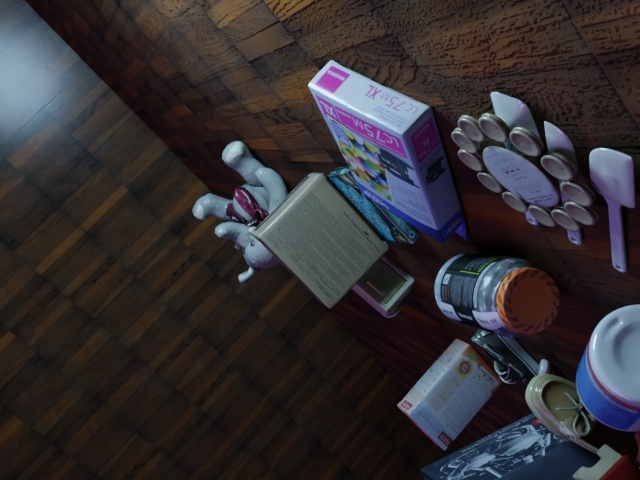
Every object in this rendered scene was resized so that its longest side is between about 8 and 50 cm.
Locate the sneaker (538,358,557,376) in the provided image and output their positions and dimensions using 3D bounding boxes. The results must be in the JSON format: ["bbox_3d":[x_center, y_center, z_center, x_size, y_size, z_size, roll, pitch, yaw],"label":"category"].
[{"bbox_3d":[0.456,0.281,1.282,0.070,0.051,0.134,6,134,22],"label":"sneaker"}]

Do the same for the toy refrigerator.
[{"bbox_3d":[0.089,0.053,1.585,0.269,0.102,0.094,41,169,15],"label":"toy refrigerator"}]

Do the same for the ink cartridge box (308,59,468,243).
[{"bbox_3d":[0.109,-0.109,0.974,0.186,0.065,0.311,36,169,36],"label":"ink cartridge box"}]

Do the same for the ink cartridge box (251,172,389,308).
[{"bbox_3d":[0.000,0.000,1.445,0.234,0.193,0.088,47,171,-17],"label":"ink cartridge box"}]

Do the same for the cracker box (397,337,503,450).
[{"bbox_3d":[0.325,0.383,1.654,0.155,0.232,0.067,48,169,-21],"label":"cracker box"}]

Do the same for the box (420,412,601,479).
[{"bbox_3d":[0.425,0.501,1.360,0.312,0.344,0.178,122,124,-79],"label":"box"}]

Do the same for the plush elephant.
[{"bbox_3d":[-0.173,-0.035,1.720,0.330,0.272,0.255,31,-145,-20],"label":"plush elephant"}]

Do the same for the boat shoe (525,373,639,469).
[{"bbox_3d":[0.503,0.333,1.181,0.285,0.104,0.089,32,165,2],"label":"boat shoe"}]

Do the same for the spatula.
[{"bbox_3d":[0.266,-0.056,0.717,0.168,0.019,0.242,34,170,37],"label":"spatula"}]

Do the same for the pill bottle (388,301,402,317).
[{"bbox_3d":[0.165,0.150,1.790,0.116,0.065,0.065,48,169,-28],"label":"pill bottle"}]

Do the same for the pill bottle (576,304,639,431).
[{"bbox_3d":[0.395,0.174,0.844,0.124,0.124,0.221,38,168,26],"label":"pill bottle"}]

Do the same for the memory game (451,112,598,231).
[{"bbox_3d":[0.220,-0.073,0.723,0.186,0.012,0.186,40,172,7],"label":"memory game"}]

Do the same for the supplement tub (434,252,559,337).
[{"bbox_3d":[0.262,0.080,0.993,0.117,0.117,0.190,46,170,-13],"label":"supplement tub"}]

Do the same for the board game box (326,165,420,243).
[{"bbox_3d":[0.099,-0.067,1.267,0.186,0.026,0.126,46,170,-13],"label":"board game box"}]

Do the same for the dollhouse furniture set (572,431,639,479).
[{"bbox_3d":[0.597,0.440,0.989,0.374,0.201,0.152,50,170,-3],"label":"dollhouse furniture set"}]

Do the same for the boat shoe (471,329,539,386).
[{"bbox_3d":[0.384,0.250,1.344,0.219,0.070,0.078,46,170,-16],"label":"boat shoe"}]
